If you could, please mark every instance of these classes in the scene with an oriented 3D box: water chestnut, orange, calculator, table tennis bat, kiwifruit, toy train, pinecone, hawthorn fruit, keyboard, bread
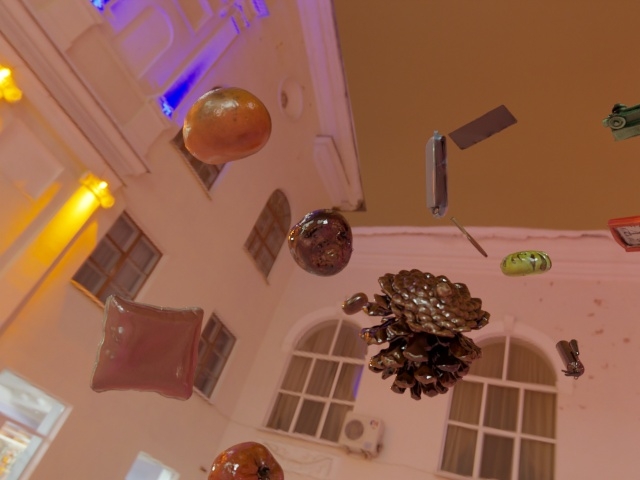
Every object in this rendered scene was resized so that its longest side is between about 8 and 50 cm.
[{"bbox_3d":[0.000,0.000,1.602,0.223,0.238,0.224,1,-55,1],"label":"water chestnut"},{"bbox_3d":[-0.236,-0.292,1.228,0.240,0.240,0.172,-12,-84,39],"label":"orange"},{"bbox_3d":[0.387,-0.219,1.619,0.051,0.294,0.173,-2,2,3],"label":"calculator"},{"bbox_3d":[0.441,-0.010,1.432,0.156,0.087,0.013,46,-71,-3],"label":"table tennis bat"},{"bbox_3d":[0.150,0.271,2.077,0.075,0.124,0.075,58,-11,18],"label":"kiwifruit"},{"bbox_3d":[0.832,-0.320,1.258,0.099,0.070,0.172,44,-29,-20],"label":"toy train"},{"bbox_3d":[0.196,0.193,0.971,0.263,0.264,0.264,15,-36,11],"label":"pinecone"},{"bbox_3d":[-0.201,0.605,1.181,0.196,0.197,0.225,37,-58,-20],"label":"hawthorn fruit"},{"bbox_3d":[0.470,-0.328,1.416,0.074,0.015,0.196,44,-37,-17],"label":"keyboard"},{"bbox_3d":[0.600,0.066,1.419,0.139,0.071,0.130,-8,-3,35],"label":"bread"}]

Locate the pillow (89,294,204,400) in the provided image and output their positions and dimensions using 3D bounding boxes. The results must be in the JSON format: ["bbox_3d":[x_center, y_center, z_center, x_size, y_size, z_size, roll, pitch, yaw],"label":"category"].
[{"bbox_3d":[-0.309,0.195,0.876,0.179,0.172,0.075,16,-25,-29],"label":"pillow"}]

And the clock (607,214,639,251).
[{"bbox_3d":[0.858,-0.026,1.277,0.113,0.061,0.155,45,-24,-18],"label":"clock"}]

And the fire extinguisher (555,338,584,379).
[{"bbox_3d":[0.463,0.212,0.891,0.035,0.173,0.049,42,-74,10],"label":"fire extinguisher"}]
